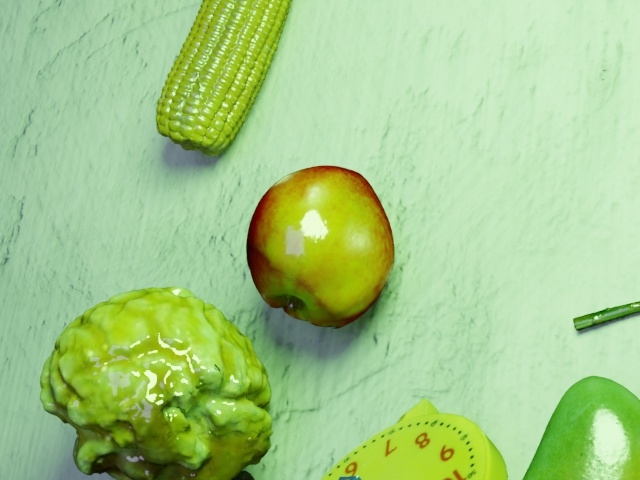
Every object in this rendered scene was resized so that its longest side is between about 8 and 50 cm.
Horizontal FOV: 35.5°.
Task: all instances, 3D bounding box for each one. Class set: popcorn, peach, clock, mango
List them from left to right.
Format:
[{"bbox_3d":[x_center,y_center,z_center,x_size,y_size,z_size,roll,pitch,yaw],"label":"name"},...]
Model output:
[{"bbox_3d":[-0.203,0.184,1.218,0.282,0.282,0.247,-31,32,20],"label":"popcorn"},{"bbox_3d":[0.000,0.000,1.217,0.197,0.197,0.197,-10,70,29],"label":"peach"},{"bbox_3d":[0.058,0.282,1.032,0.277,0.071,0.293,-41,19,-6],"label":"clock"},{"bbox_3d":[0.275,0.263,1.006,0.156,0.114,0.251,5,65,43],"label":"mango"}]

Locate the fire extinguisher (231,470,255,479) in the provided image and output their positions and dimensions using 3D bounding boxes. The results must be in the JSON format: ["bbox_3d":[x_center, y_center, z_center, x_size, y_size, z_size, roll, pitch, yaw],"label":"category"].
[{"bbox_3d":[-0.034,0.384,1.174,0.089,0.072,0.268,-52,56,12],"label":"fire extinguisher"}]

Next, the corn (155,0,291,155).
[{"bbox_3d":[-0.123,-0.287,1.411,0.131,0.131,0.344,18,83,34],"label":"corn"}]

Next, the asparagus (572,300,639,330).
[{"bbox_3d":[0.335,0.074,1.081,0.127,0.018,0.015,-20,100,25],"label":"asparagus"}]
